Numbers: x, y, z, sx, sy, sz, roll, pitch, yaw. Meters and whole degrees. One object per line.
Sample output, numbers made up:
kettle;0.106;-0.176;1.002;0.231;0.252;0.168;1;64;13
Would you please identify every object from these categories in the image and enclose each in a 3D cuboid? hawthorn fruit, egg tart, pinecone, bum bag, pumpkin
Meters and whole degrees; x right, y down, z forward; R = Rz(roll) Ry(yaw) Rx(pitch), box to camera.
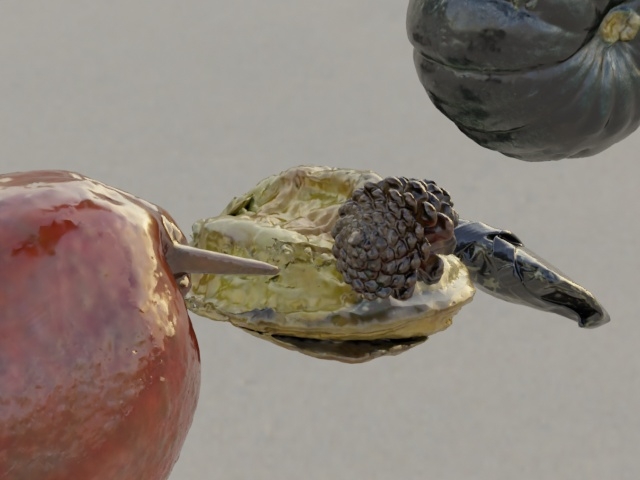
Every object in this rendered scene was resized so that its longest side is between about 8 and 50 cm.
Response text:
hawthorn fruit;-0.145;0.063;0.894;0.262;0.210;0.210;-36;40;-13
egg tart;0.000;0.000;1.624;0.297;0.132;0.297;0;23;0
pinecone;0.061;-0.009;1.376;0.102;0.102;0.109;16;41;22
bum bag;0.180;0.022;1.824;0.248;0.102;0.069;22;62;30
pumpkin;0.165;-0.165;1.286;0.220;0.221;0.162;-15;22;-31
